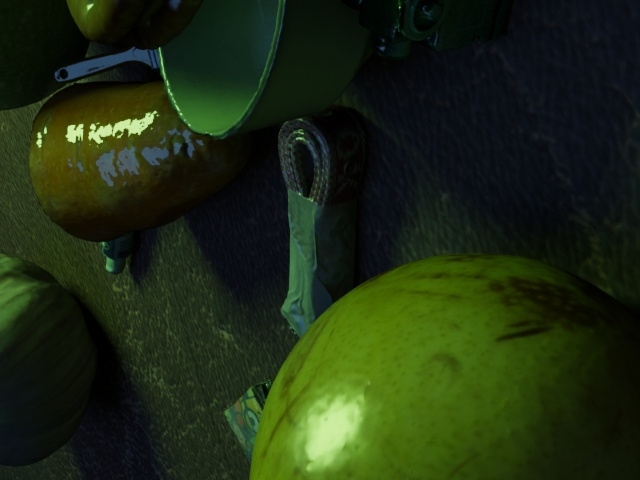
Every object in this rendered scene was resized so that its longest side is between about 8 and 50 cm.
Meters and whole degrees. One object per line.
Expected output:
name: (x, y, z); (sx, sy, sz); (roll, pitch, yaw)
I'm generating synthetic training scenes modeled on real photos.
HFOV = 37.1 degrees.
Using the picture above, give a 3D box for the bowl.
bowl: (-0.027, -0.173, 0.650); (0.211, 0.112, 0.211); (13, 105, 59)

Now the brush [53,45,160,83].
brush: (-0.175, -0.170, 0.877); (0.170, 0.014, 0.043); (-11, 98, 21)

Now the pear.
pear: (0.087, 0.140, 0.563); (0.281, 0.281, 0.280); (29, 130, 42)

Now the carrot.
carrot: (-0.145, -0.087, 0.871); (0.225, 0.159, 0.159); (-8, 102, 41)

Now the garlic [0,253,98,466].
garlic: (-0.432, 0.155, 1.276); (0.318, 0.259, 0.317); (12, 125, 18)

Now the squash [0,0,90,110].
squash: (-0.299, -0.326, 0.824); (0.263, 0.263, 0.384); (53, 142, 20)

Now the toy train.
toy train: (0.070, -0.188, 0.543); (0.071, 0.111, 0.170); (36, 131, 36)

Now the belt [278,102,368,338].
belt: (0.000, 0.000, 0.783); (0.071, 0.053, 0.232); (22, 125, 36)

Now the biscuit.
biscuit: (-0.128, -0.238, 0.642); (0.220, 0.066, 0.220); (4, 95, 59)

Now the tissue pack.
tissue pack: (-0.061, 0.184, 0.978); (0.063, 0.035, 0.083); (60, 146, 10)

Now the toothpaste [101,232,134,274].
toothpaste: (-0.222, -0.038, 1.064); (0.037, 0.062, 0.216); (16, 136, -2)
